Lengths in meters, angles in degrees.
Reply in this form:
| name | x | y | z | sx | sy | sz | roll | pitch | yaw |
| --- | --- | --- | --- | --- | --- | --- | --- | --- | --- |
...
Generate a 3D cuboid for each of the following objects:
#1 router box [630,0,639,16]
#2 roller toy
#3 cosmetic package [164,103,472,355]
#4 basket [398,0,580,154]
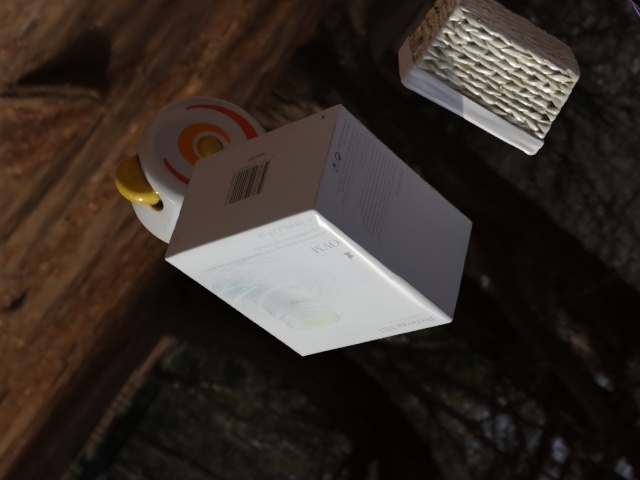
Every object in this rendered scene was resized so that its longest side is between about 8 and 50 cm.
| name | x | y | z | sx | sy | sz | roll | pitch | yaw |
| --- | --- | --- | --- | --- | --- | --- | --- | --- | --- |
| router box | 0.371 | -0.214 | 1.097 | 0.179 | 0.133 | 0.046 | -41 | 151 | 9 |
| roller toy | -0.167 | -0.098 | 1.827 | 0.146 | 0.209 | 0.191 | 116 | -6 | -56 |
| cosmetic package | 0.000 | 0.000 | 1.397 | 0.224 | 0.225 | 0.138 | -17 | -133 | 42 |
| basket | 0.178 | -0.185 | 1.377 | 0.103 | 0.167 | 0.113 | -58 | -168 | 24 |
